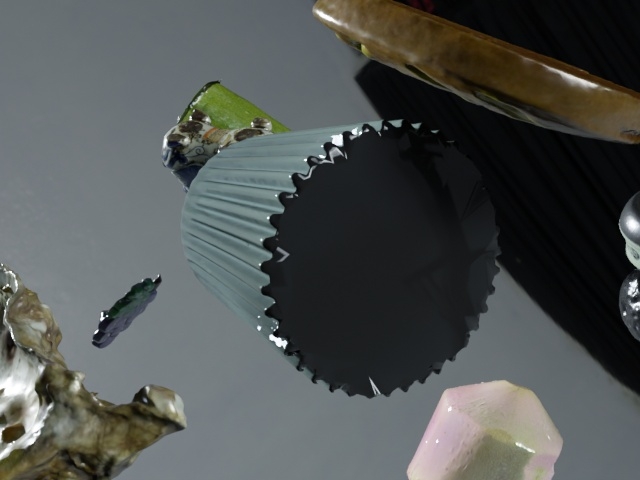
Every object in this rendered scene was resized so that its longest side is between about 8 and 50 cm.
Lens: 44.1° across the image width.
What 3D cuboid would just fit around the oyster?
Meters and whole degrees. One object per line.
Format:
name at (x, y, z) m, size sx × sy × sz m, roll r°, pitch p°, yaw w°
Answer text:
oyster at (-0.273, 0.132, 0.624) m, size 0.396 × 0.111 × 0.204 m, roll 20°, pitch 66°, yaw 46°

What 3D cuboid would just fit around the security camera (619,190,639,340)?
security camera at (0.611, 0.060, 1.354) m, size 0.191 × 0.277 × 0.197 m, roll -11°, pitch 31°, yaw -1°

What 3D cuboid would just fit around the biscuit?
biscuit at (0.186, -0.195, 0.895) m, size 0.350 × 0.394 × 0.070 m, roll 2°, pitch -65°, yaw -43°

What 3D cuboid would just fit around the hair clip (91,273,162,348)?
hair clip at (-0.321, 0.107, 1.282) m, size 0.124 × 0.052 × 0.195 m, roll -45°, pitch 1°, yaw -40°

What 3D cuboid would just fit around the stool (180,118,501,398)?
stool at (0.000, 0.000, 0.961) m, size 0.297 × 0.297 × 0.330 m, roll -41°, pitch 24°, yaw -16°

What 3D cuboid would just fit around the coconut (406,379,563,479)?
coconut at (0.288, 0.353, 1.337) m, size 0.245 × 0.233 × 0.233 m, roll -62°, pitch 6°, yaw 9°

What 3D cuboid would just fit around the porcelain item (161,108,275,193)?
porcelain item at (-0.183, -0.141, 1.540) m, size 0.288 × 0.186 × 0.138 m, roll 11°, pitch 43°, yaw 27°

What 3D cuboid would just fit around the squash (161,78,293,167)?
squash at (-0.176, -0.189, 1.979) m, size 0.263 × 0.384 × 0.263 m, roll -55°, pitch 1°, yaw 1°
